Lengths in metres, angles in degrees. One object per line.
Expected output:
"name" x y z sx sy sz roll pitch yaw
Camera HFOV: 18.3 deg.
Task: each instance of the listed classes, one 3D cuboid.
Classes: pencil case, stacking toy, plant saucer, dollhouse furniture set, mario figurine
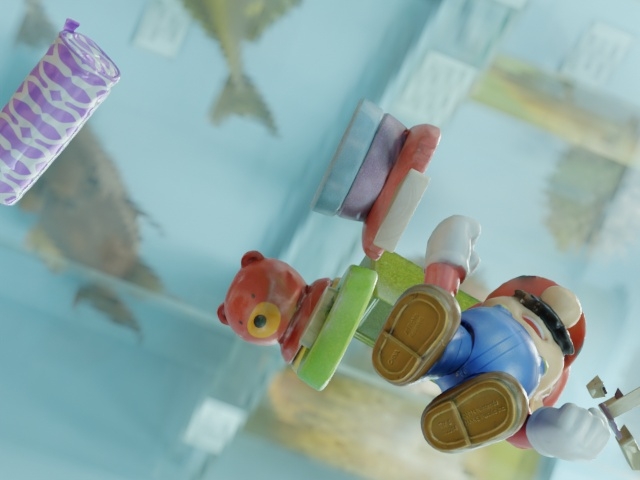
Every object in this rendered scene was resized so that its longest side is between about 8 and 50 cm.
"pencil case" -0.302 -0.130 2.114 0.206 0.086 0.088 -46 -122 13
"stacking toy" 0.000 0.000 2.039 0.279 0.130 0.309 -77 -167 -82
"plant saucer" 0.110 0.097 2.226 0.045 0.188 0.188 -60 -179 -25
"dollhouse furniture set" 0.403 0.223 2.516 0.081 0.114 0.091 -29 -148 1
"mario figurine" 0.154 0.076 1.620 0.320 0.170 0.198 -7 94 -73
